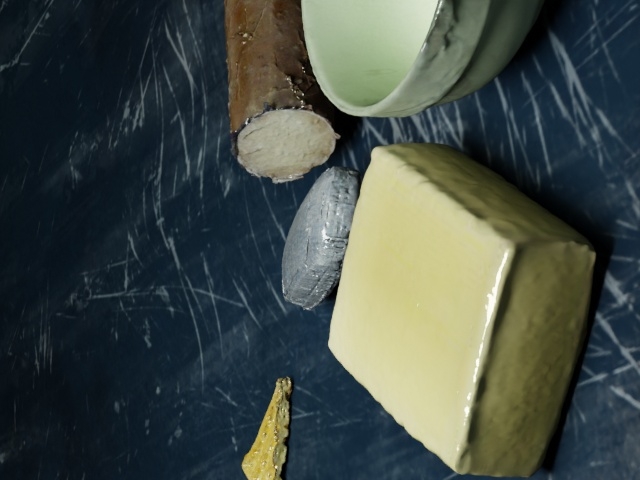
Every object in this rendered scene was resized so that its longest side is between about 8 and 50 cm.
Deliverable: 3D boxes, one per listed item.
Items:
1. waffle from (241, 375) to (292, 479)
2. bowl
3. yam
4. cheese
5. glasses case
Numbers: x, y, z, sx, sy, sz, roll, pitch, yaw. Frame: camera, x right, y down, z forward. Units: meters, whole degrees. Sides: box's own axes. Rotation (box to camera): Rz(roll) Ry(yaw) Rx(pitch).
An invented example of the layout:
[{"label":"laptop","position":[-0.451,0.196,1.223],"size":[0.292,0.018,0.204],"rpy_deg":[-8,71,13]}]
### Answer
[{"label":"waffle","position":[-0.048,0.245,2.150],"size":[0.097,0.023,0.153],"rpy_deg":[58,136,43]},{"label":"bowl","position":[0.109,-0.267,1.746],"size":[0.307,0.163,0.307],"rpy_deg":[-3,86,62]},{"label":"yam","position":[-0.047,-0.214,2.047],"size":[0.131,0.131,0.280],"rpy_deg":[-47,40,50]},{"label":"cheese","position":[0.128,0.060,1.741],"size":[0.265,0.124,0.242],"rpy_deg":[42,121,55]},{"label":"glasses case","position":[0.000,0.000,1.959],"size":[0.282,0.067,0.109],"rpy_deg":[127,154,-73]}]
